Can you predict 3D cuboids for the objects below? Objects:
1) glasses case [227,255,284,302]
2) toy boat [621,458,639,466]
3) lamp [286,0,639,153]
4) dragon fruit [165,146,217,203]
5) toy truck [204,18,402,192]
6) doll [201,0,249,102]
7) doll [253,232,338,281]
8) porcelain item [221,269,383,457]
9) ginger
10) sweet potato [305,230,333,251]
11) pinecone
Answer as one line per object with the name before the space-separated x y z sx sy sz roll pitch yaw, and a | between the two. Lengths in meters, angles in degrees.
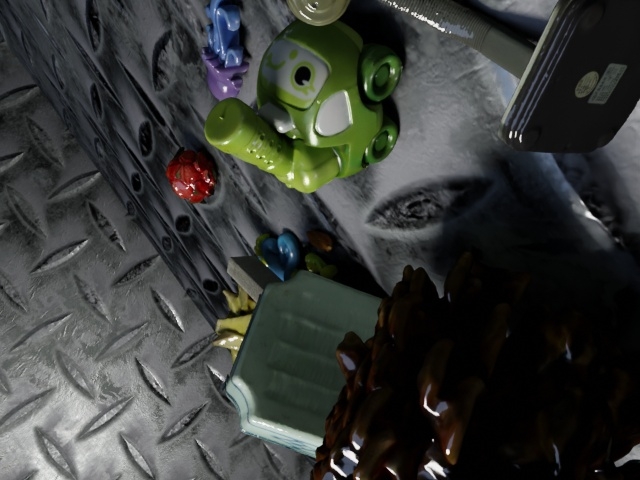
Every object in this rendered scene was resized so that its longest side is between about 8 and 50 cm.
glasses case | -0.120 0.099 1.097 0.205 0.071 0.047 36 119 42
toy boat | 0.446 0.377 0.582 0.299 0.096 0.062 49 165 2
lamp | 0.122 -0.211 0.380 0.283 0.124 0.203 44 135 28
dragon fruit | -0.299 -0.153 1.211 0.121 0.130 0.142 25 163 -20
toy truck | -0.015 -0.138 0.605 0.148 0.210 0.187 38 170 31
doll | -0.147 -0.294 0.790 0.110 0.067 0.206 55 150 33
doll | -0.046 0.143 1.154 0.341 0.099 0.346 38 147 34
porcelain item | -0.005 0.218 0.897 0.286 0.281 0.157 19 151 -4
ginger | -0.185 0.308 1.515 0.358 0.211 0.413 36 151 30
sweet potato | 0.000 0.000 0.959 0.095 0.034 0.034 38 155 55
pinecone | 0.160 0.227 0.563 0.398 0.398 0.397 41 154 26
